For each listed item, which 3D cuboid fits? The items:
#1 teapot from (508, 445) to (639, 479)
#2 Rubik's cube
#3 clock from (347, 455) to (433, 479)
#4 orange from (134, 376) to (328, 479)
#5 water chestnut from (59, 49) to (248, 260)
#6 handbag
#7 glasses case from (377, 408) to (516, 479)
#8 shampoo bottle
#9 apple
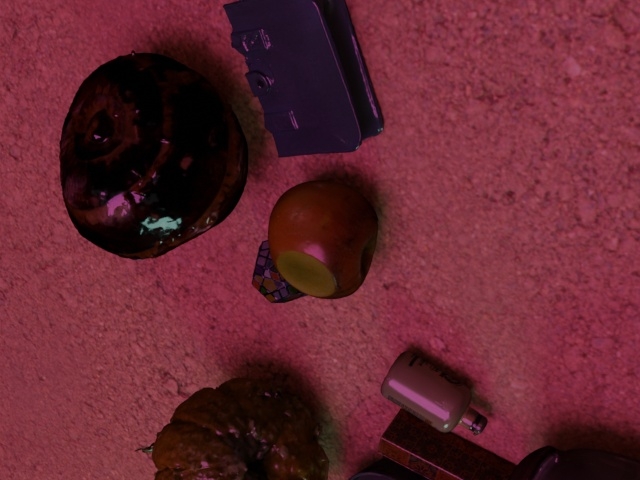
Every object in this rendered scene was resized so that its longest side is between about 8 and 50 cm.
[{"bbox_3d":[0.395,0.432,1.411,0.312,0.233,0.315,26,133,27],"label":"teapot"},{"bbox_3d":[-0.053,0.043,1.543,0.111,0.111,0.093,15,151,26],"label":"Rubik's cube"},{"bbox_3d":[0.163,0.493,1.666,0.312,0.061,0.313,30,136,34],"label":"clock"},{"bbox_3d":[-0.124,0.376,1.664,0.223,0.300,0.301,-36,74,60],"label":"orange"},{"bbox_3d":[-0.231,-0.114,1.475,0.300,0.300,0.300,18,127,24],"label":"water chestnut"},{"bbox_3d":[-0.029,-0.224,1.371,0.179,0.062,0.229,-2,117,36],"label":"handbag"},{"bbox_3d":[0.201,0.344,1.581,0.218,0.075,0.049,25,133,19],"label":"glasses case"},{"bbox_3d":[0.174,0.236,1.524,0.162,0.079,0.079,30,132,15],"label":"shampoo bottle"},{"bbox_3d":[0.002,-0.005,1.437,0.147,0.146,0.163,16,142,16],"label":"apple"}]
